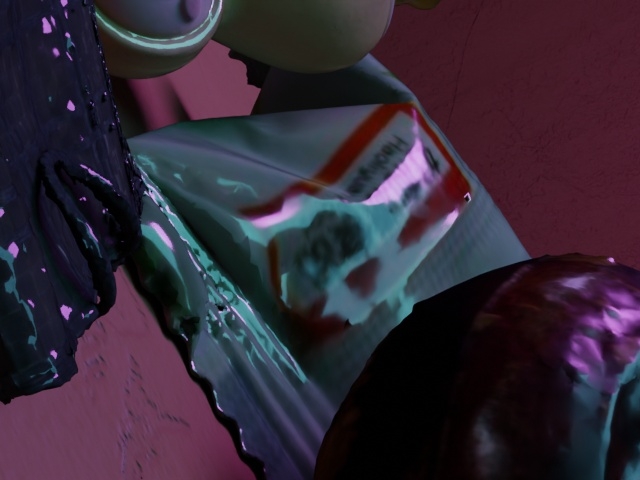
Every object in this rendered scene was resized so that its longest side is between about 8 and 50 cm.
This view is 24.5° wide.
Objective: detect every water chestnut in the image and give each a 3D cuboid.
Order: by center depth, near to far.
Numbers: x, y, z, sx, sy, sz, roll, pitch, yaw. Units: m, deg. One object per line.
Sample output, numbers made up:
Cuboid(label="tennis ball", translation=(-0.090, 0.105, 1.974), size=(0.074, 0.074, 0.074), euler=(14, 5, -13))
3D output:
Cuboid(label="water chestnut", translation=(0.147, 0.141, 0.736), size=(0.300, 0.300, 0.300), euler=(60, 9, -15))

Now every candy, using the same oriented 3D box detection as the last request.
Cuboid(label="candy", translation=(-0.005, 0.003, 0.925), size=(0.263, 0.172, 0.398), euler=(51, 30, -6))

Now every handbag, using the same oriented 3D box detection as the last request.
Cuboid(label="handbag", translation=(-0.120, -0.052, 0.564), size=(0.270, 0.088, 0.175), euler=(-89, 158, -73))

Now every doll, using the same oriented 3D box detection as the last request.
Cuboid(label="doll", translation=(-0.048, -0.159, 0.869), size=(0.296, 0.117, 0.141), euler=(-18, 86, -46))
